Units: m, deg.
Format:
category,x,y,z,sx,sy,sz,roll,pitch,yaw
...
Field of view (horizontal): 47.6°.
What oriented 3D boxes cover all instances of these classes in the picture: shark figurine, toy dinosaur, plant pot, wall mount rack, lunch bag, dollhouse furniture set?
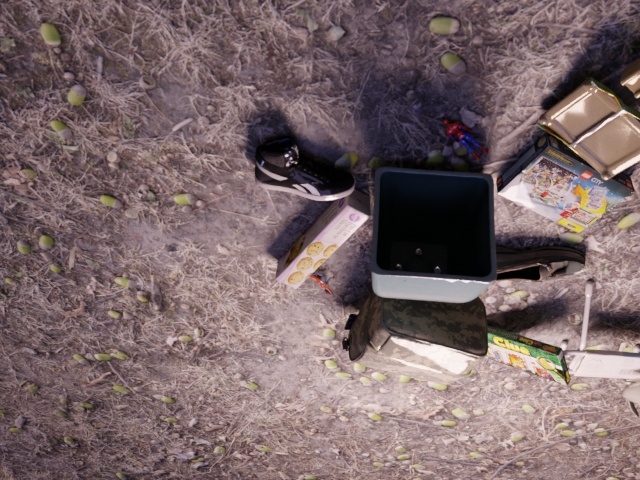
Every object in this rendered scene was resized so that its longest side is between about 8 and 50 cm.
category,x,y,z,sx,sy,sz,roll,pitch,yaw
shark figurine,0.850,0.423,1.908,0.166,0.116,0.278,1,161,-9
toy dinosaur,0.000,0.106,1.812,0.047,0.090,0.082,-15,104,42
plant pot,0.226,0.015,1.570,0.247,0.247,0.252,4,155,1
wall mount rack,0.756,0.246,1.853,0.350,0.130,0.304,3,141,2
lunch bag,0.232,0.241,1.825,0.305,0.213,0.256,16,136,-11
dollhouse furniture set,0.588,-0.270,1.338,0.197,0.151,0.301,40,149,-6

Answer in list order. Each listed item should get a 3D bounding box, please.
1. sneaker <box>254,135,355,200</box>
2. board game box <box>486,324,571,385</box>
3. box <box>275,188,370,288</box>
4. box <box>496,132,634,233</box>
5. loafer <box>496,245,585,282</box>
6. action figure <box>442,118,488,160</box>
category,x,y,z,sx,sy,sz,roll,pitch,yaw
sneaker,-0.032,-0.154,1.513,0.216,0.079,0.121,6,139,1
board game box,0.513,0.290,1.885,0.259,0.030,0.136,15,143,42
box,0.000,0.000,1.693,0.067,0.063,0.324,25,134,-22
box,0.513,-0.115,1.529,0.233,0.044,0.159,23,135,-19
loafer,0.489,0.070,1.706,0.267,0.084,0.096,1,138,4
action figure,0.288,-0.208,1.462,0.115,0.030,0.038,36,125,-23
